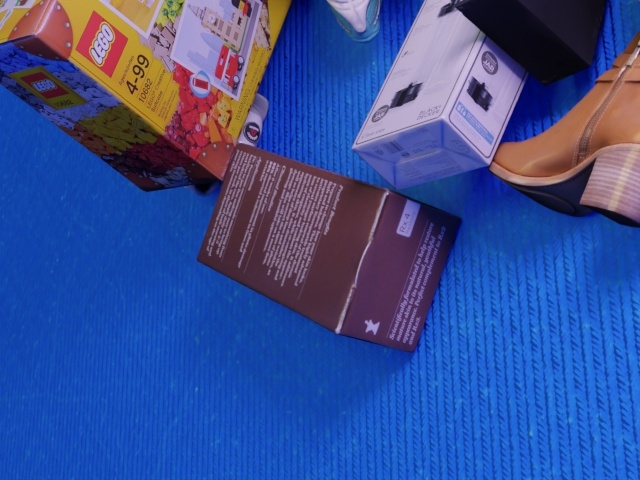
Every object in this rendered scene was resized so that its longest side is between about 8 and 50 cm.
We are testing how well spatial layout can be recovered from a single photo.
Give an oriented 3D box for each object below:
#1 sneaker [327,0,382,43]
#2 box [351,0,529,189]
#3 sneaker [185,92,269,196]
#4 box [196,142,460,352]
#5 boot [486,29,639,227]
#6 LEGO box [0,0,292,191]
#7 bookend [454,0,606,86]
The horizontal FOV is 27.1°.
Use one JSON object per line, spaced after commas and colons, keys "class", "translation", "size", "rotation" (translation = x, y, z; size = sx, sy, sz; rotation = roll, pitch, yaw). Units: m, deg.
{"class": "sneaker", "translation": [0.040, -0.383, 1.921], "size": [0.107, 0.110, 0.275], "rotation": [-14, 39, 11]}
{"class": "box", "translation": [0.169, -0.211, 1.608], "size": [0.169, 0.087, 0.290], "rotation": [-15, 42, 50]}
{"class": "sneaker", "translation": [-0.218, -0.138, 2.157], "size": [0.330, 0.122, 0.146], "rotation": [-15, 62, 50]}
{"class": "box", "translation": [0.000, 0.000, 1.796], "size": [0.381, 0.143, 0.191], "rotation": [24, 95, 56]}
{"class": "boot", "translation": [0.305, -0.141, 1.475], "size": [0.220, 0.109, 0.283], "rotation": [-66, 24, -3]}
{"class": "LEGO box", "translation": [-0.246, -0.381, 1.966], "size": [0.193, 0.372, 0.500], "rotation": [-6, 57, 43]}
{"class": "bookend", "translation": [0.248, -0.290, 1.526], "size": [0.072, 0.157, 0.156], "rotation": [-21, 42, 48]}
